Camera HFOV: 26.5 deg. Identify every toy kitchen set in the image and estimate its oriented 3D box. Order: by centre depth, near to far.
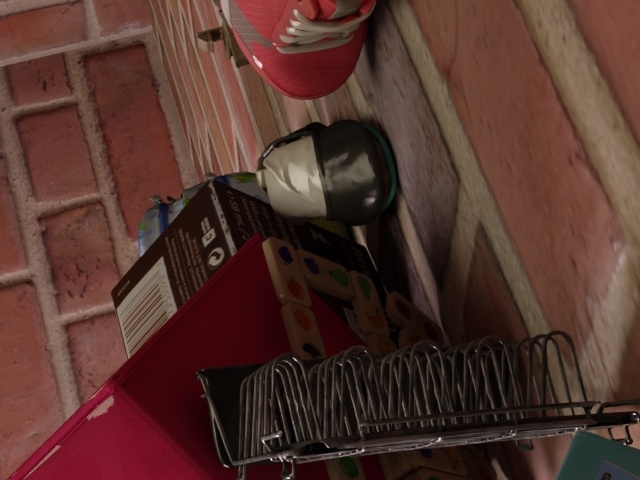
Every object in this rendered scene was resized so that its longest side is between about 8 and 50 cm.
[{"bbox_3d":[-0.120,-0.243,1.770,0.083,0.068,0.075,93,160,-66],"label":"toy kitchen set"}]

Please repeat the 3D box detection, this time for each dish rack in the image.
[{"bbox_3d":[0.048,0.091,0.765,0.271,0.208,0.074,139,125,-76],"label":"dish rack"}]

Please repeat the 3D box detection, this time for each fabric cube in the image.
[{"bbox_3d":[-0.078,0.202,1.015,0.258,0.259,0.254,45,-148,-3],"label":"fabric cube"}]

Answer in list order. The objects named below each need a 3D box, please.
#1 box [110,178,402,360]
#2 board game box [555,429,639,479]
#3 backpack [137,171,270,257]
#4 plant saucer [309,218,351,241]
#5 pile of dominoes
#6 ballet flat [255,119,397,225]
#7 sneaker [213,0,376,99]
[{"bbox_3d":[-0.056,0.081,1.255,0.203,0.167,0.168,23,-150,-38],"label":"box"},{"bbox_3d":[0.103,0.290,0.650,0.253,0.079,0.336,-57,-24,-35],"label":"board game box"},{"bbox_3d":[-0.120,0.043,1.789,0.355,0.273,0.290,163,99,-70],"label":"backpack"},{"bbox_3d":[0.000,0.000,1.473,0.188,0.045,0.188,128,127,-80],"label":"plant saucer"},{"bbox_3d":[0.066,0.113,0.972,0.196,0.040,0.251,21,-140,-43],"label":"pile of dominoes"},{"bbox_3d":[-0.006,-0.056,1.230,0.280,0.096,0.095,-158,55,-80],"label":"ballet flat"},{"bbox_3d":[-0.010,-0.187,0.962,0.314,0.116,0.136,87,164,-55],"label":"sneaker"}]
